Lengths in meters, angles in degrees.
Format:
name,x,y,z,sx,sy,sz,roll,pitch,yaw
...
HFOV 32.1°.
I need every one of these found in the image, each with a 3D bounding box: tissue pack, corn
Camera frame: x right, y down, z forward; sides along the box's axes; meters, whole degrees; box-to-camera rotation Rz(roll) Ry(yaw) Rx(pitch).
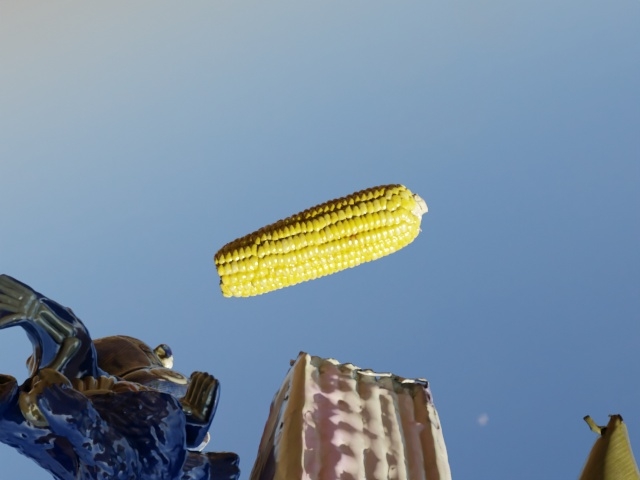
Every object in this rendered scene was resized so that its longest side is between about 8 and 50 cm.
name,x,y,z,sx,sy,sz,roll,pitch,yaw
tissue pack,0.001,0.247,0.641,0.125,0.242,0.343,13,-158,-4
corn,0.000,0.000,1.035,0.206,0.067,0.067,-19,-160,2

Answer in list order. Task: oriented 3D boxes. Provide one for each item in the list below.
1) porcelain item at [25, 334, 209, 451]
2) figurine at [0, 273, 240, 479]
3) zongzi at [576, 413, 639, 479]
name,x,y,z,sx,sy,sz,roll,pitch,yaw
porcelain item,-0.262,0.200,1.443,0.186,0.137,0.288,15,-172,-32
figurine,-0.189,0.148,0.886,0.120,0.262,0.164,-49,-150,19
zongzi,0.311,0.413,1.123,0.182,0.417,0.447,7,-179,0
